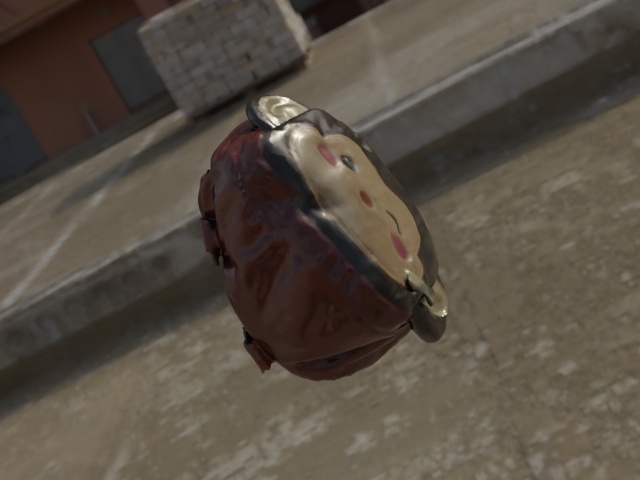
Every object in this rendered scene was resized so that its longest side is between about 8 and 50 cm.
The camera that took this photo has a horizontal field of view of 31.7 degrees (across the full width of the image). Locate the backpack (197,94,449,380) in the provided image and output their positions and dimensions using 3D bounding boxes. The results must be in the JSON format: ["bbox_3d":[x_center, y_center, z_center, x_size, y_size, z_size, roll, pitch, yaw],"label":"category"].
[{"bbox_3d":[0.002,-0.001,0.871,0.139,0.229,0.229,-36,11,20],"label":"backpack"}]
